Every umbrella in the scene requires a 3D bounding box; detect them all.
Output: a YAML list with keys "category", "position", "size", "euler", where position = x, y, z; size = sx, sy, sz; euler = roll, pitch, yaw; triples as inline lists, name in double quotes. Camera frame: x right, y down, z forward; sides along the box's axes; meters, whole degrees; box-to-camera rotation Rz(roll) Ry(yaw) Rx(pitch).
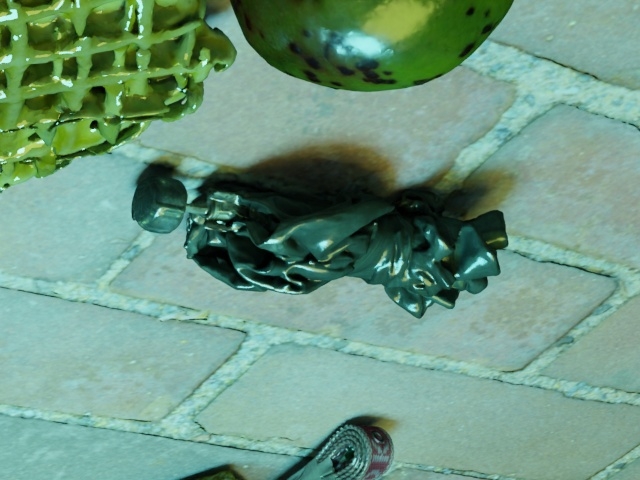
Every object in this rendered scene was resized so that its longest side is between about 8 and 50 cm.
- category: "umbrella"
  position: [-0.001, 0.003, 1.640]
  size: [0.348, 0.094, 0.143]
  euler: [11, 136, -33]

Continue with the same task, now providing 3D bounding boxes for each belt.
- category: "belt"
  position: [-0.010, 0.276, 2.087]
  size: [0.053, 0.071, 0.232]
  euler: [8, 142, -44]

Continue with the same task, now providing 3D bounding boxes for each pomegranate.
- category: "pomegranate"
  position: [0.048, -0.197, 1.277]
  size: [0.202, 0.202, 0.248]
  euler: [-38, 169, 32]

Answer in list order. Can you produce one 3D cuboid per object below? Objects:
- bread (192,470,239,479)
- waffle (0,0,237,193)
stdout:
- category: "bread"
  position: [-0.176, 0.370, 2.057]
  size: [0.234, 0.184, 0.110]
  euler: [-17, 146, 6]
- category: "waffle"
  position: [-0.234, -0.123, 1.355]
  size: [0.317, 0.073, 0.297]
  euler: [-31, 146, 23]
